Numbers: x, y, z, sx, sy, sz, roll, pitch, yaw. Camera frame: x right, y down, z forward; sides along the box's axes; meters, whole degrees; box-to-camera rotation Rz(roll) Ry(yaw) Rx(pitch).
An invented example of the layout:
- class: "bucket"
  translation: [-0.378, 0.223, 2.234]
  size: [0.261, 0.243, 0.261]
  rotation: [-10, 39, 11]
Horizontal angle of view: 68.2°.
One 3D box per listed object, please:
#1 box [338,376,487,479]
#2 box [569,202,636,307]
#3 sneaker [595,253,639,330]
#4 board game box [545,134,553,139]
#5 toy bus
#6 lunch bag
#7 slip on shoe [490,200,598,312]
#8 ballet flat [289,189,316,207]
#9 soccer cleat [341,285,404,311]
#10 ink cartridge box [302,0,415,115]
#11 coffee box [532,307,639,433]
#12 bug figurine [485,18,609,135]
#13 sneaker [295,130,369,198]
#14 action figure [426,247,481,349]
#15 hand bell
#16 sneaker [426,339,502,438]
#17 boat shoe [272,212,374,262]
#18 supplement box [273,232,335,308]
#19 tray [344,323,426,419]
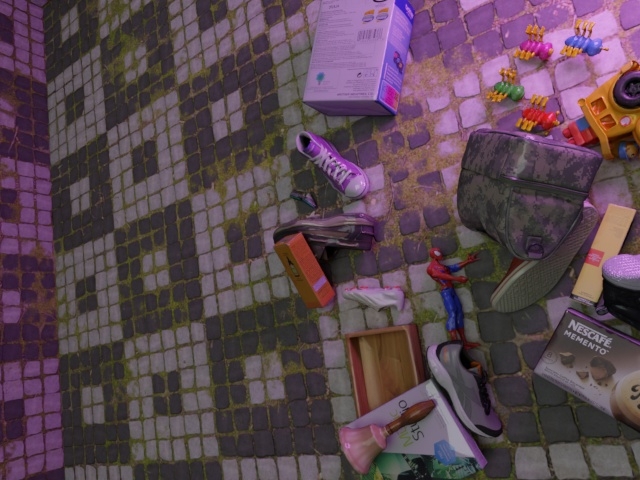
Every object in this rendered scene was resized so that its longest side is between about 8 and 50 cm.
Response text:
- class: "box"
  translation: [0.224, 0.527, 1.216]
  size: [0.322, 0.059, 0.232]
  rotation: [-39, 65, 25]
- class: "box"
  translation: [0.643, 0.037, 1.076]
  size: [0.058, 0.087, 0.232]
  rotation: [24, 98, 33]
- class: "sneaker"
  translation: [0.725, 0.108, 1.004]
  size: [0.269, 0.101, 0.152]
  rotation: [-1, 123, 3]
- class: "board game box"
  translation: [0.554, -0.209, 1.201]
  size: [0.090, 0.020, 0.090]
  rotation: [-18, 75, 29]
- class: "toy bus"
  translation: [0.677, -0.253, 1.065]
  size: [0.211, 0.150, 0.220]
  rotation: [-34, 69, 39]
- class: "lunch bag"
  translation: [0.443, -0.109, 1.081]
  size: [0.213, 0.305, 0.255]
  rotation: [12, 105, -9]
- class: "slip on shoe"
  translation: [0.527, 0.038, 1.149]
  size: [0.331, 0.123, 0.101]
  rotation: [-61, 24, 19]
- class: "ballet flat"
  translation: [-0.054, -0.144, 1.576]
  size: [0.114, 0.041, 0.041]
  rotation: [26, 99, 31]
- class: "soccer cleat"
  translation: [0.150, 0.173, 1.390]
  size: [0.197, 0.068, 0.076]
  rotation: [-4, 85, 30]
- class: "ink cartridge box"
  translation: [0.123, -0.594, 1.448]
  size: [0.270, 0.151, 0.394]
  rotation: [10, 91, 33]
- class: "coffee box"
  translation: [0.647, 0.288, 1.022]
  size: [0.297, 0.119, 0.168]
  rotation: [30, 102, 32]
- class: "bug figurine"
  translation: [0.561, -0.415, 1.192]
  size: [0.216, 0.072, 0.278]
  rotation: [41, 111, 36]
- class: "sneaker"
  translation: [0.021, -0.236, 1.466]
  size: [0.282, 0.161, 0.102]
  rotation: [47, 107, 27]
- class: "action figure"
  translation: [0.371, 0.136, 1.237]
  size: [0.139, 0.092, 0.280]
  rotation: [-30, 70, 33]
- class: "hand bell"
  translation: [0.180, 0.466, 1.174]
  size: [0.242, 0.126, 0.126]
  rotation: [-35, 66, 12]
- class: "sneaker"
  translation: [0.371, 0.365, 1.161]
  size: [0.108, 0.100, 0.271]
  rotation: [-33, 91, 31]
- class: "boat shoe"
  translation: [0.000, 0.000, 1.468]
  size: [0.356, 0.132, 0.130]
  rotation: [-9, 79, 33]
- class: "supplement box"
  translation: [-0.048, 0.094, 1.444]
  size: [0.078, 0.080, 0.233]
  rotation: [-10, 116, 45]
- class: "tray"
  translation: [0.200, 0.452, 1.318]
  size: [0.203, 0.076, 0.410]
  rotation: [-15, 77, 30]
